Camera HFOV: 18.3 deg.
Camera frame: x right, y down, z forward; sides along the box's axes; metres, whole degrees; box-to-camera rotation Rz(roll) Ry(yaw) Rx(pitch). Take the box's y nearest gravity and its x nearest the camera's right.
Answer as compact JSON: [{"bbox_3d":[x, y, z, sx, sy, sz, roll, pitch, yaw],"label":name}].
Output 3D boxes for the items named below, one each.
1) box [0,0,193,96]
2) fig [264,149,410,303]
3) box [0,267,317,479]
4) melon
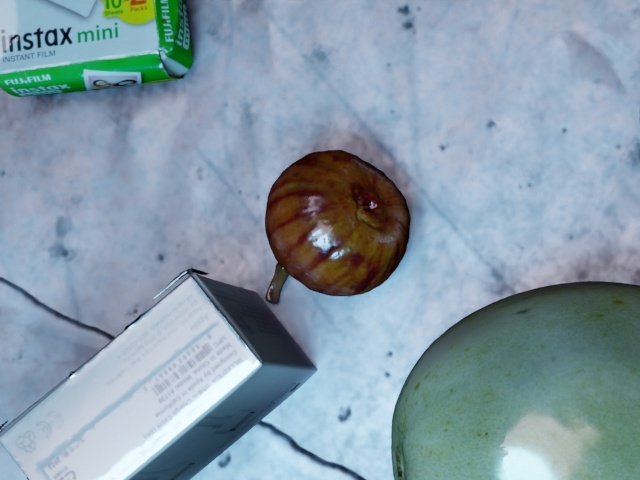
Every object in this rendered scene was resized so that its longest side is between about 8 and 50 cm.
[{"bbox_3d":[-0.211,-0.254,1.762,0.180,0.103,0.250,-8,82,11],"label":"box"},{"bbox_3d":[0.015,-0.003,1.693,0.128,0.150,0.128,-1,50,1],"label":"fig"},{"bbox_3d":[-0.128,0.130,1.629,0.203,0.251,0.106,-41,81,4],"label":"box"},{"bbox_3d":[0.221,0.164,1.551,0.330,0.268,0.269,-4,83,-11],"label":"melon"}]
